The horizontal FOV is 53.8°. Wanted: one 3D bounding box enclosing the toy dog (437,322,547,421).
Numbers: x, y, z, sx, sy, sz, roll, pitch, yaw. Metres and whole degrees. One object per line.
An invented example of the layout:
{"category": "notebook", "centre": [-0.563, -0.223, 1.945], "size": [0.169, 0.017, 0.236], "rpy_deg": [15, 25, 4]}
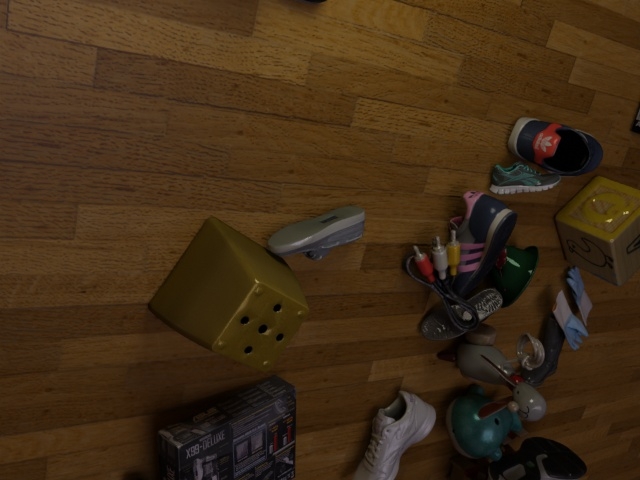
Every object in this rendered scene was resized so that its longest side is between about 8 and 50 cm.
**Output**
{"category": "toy dog", "centre": [0.422, 0.338, 1.621], "size": [0.160, 0.333, 0.220], "rpy_deg": [-6, 91, -14]}

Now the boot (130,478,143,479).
{"category": "boot", "centre": [-0.304, 0.559, 1.361], "size": [0.206, 0.090, 0.249], "rpy_deg": [-30, 125, -36]}

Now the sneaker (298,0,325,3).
{"category": "sneaker", "centre": [-0.040, -0.442, 0.990], "size": [0.228, 0.132, 0.086], "rpy_deg": [23, 98, -40]}

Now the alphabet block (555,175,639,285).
{"category": "alphabet block", "centre": [0.799, -0.028, 1.748], "size": [0.193, 0.192, 0.197], "rpy_deg": [-43, 129, -12]}

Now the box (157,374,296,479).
{"category": "box", "centre": [-0.185, 0.453, 1.322], "size": [0.307, 0.076, 0.243], "rpy_deg": [-18, 117, -42]}

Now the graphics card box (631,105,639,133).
{"category": "graphics card box", "centre": [1.022, -0.463, 1.748], "size": [0.232, 0.094, 0.371], "rpy_deg": [-3, 113, -34]}

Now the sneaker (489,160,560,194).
{"category": "sneaker", "centre": [0.490, -0.155, 1.514], "size": [0.166, 0.065, 0.076], "rpy_deg": [-6, 107, 7]}

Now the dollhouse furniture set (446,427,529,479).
{"category": "dollhouse furniture set", "centre": [0.536, 0.721, 1.974], "size": [0.259, 0.135, 0.262], "rpy_deg": [-9, 117, -31]}

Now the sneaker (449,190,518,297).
{"category": "sneaker", "centre": [0.361, 0.012, 1.528], "size": [0.112, 0.131, 0.319], "rpy_deg": [-27, 148, -36]}

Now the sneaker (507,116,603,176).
{"category": "sneaker", "centre": [0.621, -0.210, 1.558], "size": [0.349, 0.148, 0.131], "rpy_deg": [3, 111, -36]}

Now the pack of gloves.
{"category": "pack of gloves", "centre": [0.777, 0.205, 1.891], "size": [0.232, 0.046, 0.195], "rpy_deg": [53, 57, -35]}

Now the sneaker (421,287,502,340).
{"category": "sneaker", "centre": [0.365, 0.207, 1.636], "size": [0.222, 0.083, 0.118], "rpy_deg": [-24, 159, -1]}

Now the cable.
{"category": "cable", "centre": [0.289, 0.114, 1.490], "size": [0.139, 0.072, 0.287], "rpy_deg": [-21, 110, 5]}

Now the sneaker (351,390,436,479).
{"category": "sneaker", "centre": [0.163, 0.525, 1.652], "size": [0.152, 0.114, 0.305], "rpy_deg": [42, 81, -27]}

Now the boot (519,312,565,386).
{"category": "boot", "centre": [0.692, 0.329, 1.927], "size": [0.189, 0.076, 0.209], "rpy_deg": [-21, 131, -42]}

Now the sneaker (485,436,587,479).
{"category": "sneaker", "centre": [0.613, 0.763, 1.918], "size": [0.447, 0.169, 0.258], "rpy_deg": [2, 118, -39]}

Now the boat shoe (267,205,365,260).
{"category": "boat shoe", "centre": [0.000, 0.000, 1.275], "size": [0.227, 0.079, 0.081], "rpy_deg": [-21, 119, -29]}

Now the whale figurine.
{"category": "whale figurine", "centre": [0.488, 0.515, 1.799], "size": [0.271, 0.141, 0.216], "rpy_deg": [-1, 69, -32]}

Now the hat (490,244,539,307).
{"category": "hat", "centre": [0.441, 0.044, 1.630], "size": [0.183, 0.173, 0.209], "rpy_deg": [27, 106, -4]}

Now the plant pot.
{"category": "plant pot", "centre": [-0.148, 0.118, 1.160], "size": [0.212, 0.187, 0.212], "rpy_deg": [34, 91, -40]}
